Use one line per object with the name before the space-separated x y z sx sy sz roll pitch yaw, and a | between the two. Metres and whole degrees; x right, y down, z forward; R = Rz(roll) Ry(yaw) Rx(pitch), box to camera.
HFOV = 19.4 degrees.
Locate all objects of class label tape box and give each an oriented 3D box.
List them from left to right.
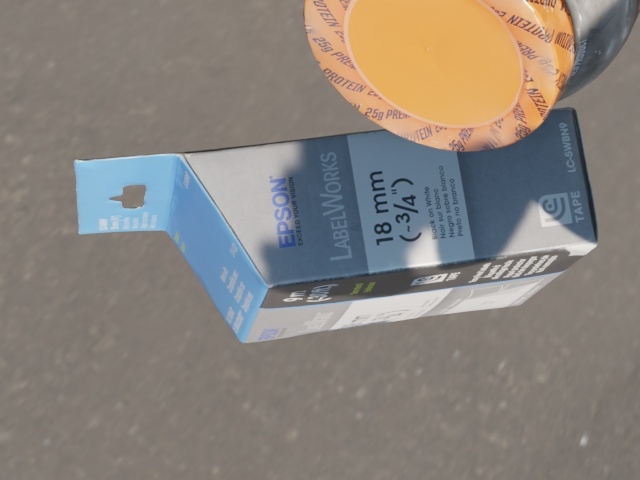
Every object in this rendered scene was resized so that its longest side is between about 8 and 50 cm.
label tape box | 0.000 0.000 1.321 0.333 0.240 0.106 -7 79 -8

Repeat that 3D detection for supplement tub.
supplement tub | 0.120 -0.211 1.115 0.193 0.316 0.193 18 140 16
